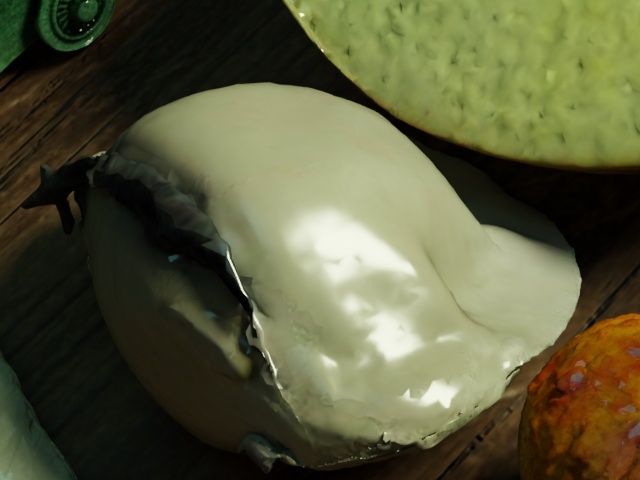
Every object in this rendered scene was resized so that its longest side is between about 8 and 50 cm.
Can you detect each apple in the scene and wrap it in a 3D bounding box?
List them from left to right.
[{"bbox_3d":[0.132,-0.144,0.921,0.346,0.179,0.254,30,67,28],"label":"apple"}]

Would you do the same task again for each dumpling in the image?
[{"bbox_3d":[-0.011,-0.008,0.883,0.204,0.163,0.293,-39,39,-7],"label":"dumpling"}]

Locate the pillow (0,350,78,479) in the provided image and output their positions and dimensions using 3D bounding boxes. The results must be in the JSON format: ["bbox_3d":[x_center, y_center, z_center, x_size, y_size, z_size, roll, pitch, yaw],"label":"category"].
[{"bbox_3d":[-0.213,0.090,0.945,0.128,0.051,0.229,-34,52,-5],"label":"pillow"}]

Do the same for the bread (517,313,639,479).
[{"bbox_3d":[0.182,0.130,0.746,0.139,0.095,0.269,-37,54,-1],"label":"bread"}]

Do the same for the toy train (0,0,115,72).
[{"bbox_3d":[-0.222,-0.134,1.053,0.253,0.157,0.105,-44,52,-16],"label":"toy train"}]
